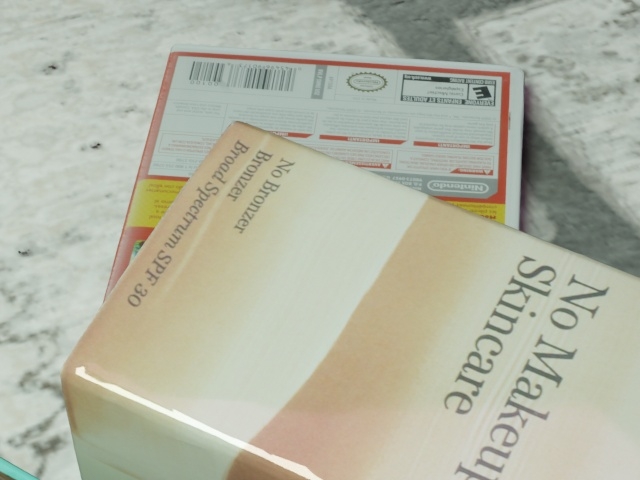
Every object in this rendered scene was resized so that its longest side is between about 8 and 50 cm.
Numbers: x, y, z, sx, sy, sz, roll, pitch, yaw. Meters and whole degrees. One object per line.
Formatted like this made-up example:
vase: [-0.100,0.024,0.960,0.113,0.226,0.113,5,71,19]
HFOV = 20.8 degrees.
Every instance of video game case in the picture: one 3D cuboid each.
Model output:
video game case: [0.000,0.000,0.897,0.204,0.025,0.285,4,44,4]

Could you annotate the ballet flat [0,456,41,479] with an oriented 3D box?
ballet flat: [-0.074,0.168,0.689,0.316,0.107,0.106,18,67,24]

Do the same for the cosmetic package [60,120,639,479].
cosmetic package: [0.061,0.087,0.709,0.296,0.129,0.153,21,56,15]
